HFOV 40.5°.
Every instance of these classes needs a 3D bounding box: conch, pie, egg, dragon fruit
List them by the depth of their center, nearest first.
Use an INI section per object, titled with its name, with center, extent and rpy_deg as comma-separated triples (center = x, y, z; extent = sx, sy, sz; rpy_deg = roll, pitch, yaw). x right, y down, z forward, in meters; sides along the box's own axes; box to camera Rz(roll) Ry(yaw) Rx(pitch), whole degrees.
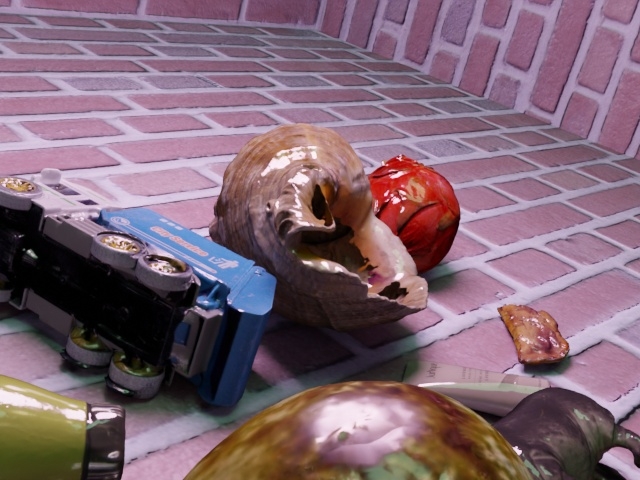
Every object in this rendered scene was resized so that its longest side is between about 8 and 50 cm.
[egg]
center = 0.013, 0.216, 0.574
extent = 0.289, 0.238, 0.238
rpy_deg = -7, 29, -20
[conch]
center = -0.011, 0.012, 1.079
extent = 0.297, 0.210, 0.352
rpy_deg = 39, 25, -6
[pie]
center = 0.299, 0.131, 1.208
extent = 0.092, 0.034, 0.170
rpy_deg = 8, 22, -6
[dragon fruit]
center = 0.127, -0.032, 1.317
extent = 0.172, 0.172, 0.209
rpy_deg = 17, 52, 6

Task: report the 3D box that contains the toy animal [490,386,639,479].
[toy animal]
center = 0.173, 0.229, 0.817
extent = 0.343, 0.106, 0.168
rpy_deg = -7, 31, -34

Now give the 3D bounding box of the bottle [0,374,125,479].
[bottle]
center = -0.288, 0.158, 0.688
extent = 0.260, 0.112, 0.112
rpy_deg = 7, 24, -18

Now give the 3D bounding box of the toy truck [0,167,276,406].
[toy truck]
center = -0.218, 0.047, 0.956
extent = 0.367, 0.146, 0.175
rpy_deg = 27, 18, 21

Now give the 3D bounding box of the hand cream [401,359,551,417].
[hand cream]
center = 0.190, 0.176, 1.023
extent = 0.186, 0.054, 0.087
rpy_deg = 11, 17, 9
